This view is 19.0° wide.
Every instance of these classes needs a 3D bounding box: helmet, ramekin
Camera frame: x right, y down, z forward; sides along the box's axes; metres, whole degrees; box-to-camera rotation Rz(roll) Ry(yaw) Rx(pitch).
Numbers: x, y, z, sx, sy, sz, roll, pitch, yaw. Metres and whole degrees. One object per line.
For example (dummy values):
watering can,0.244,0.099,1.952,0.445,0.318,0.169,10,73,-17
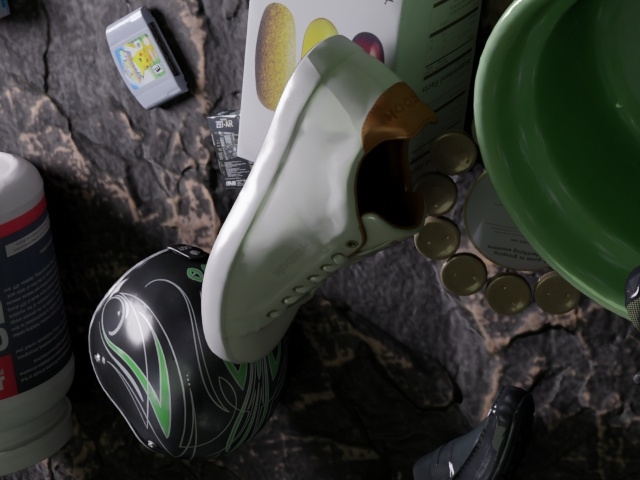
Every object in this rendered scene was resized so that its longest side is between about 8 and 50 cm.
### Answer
helmet,-0.107,0.104,1.664,0.161,0.169,0.169,51,131,27
ramekin,0.270,-0.092,1.288,0.303,0.148,0.303,19,133,22

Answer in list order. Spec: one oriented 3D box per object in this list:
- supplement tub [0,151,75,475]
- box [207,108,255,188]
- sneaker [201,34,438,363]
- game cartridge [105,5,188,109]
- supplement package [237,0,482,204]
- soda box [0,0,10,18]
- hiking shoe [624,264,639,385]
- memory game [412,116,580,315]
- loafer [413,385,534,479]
supplement tub,-0.335,0.067,1.785,0.191,0.191,0.272,6,113,33
box,-0.053,-0.079,1.635,0.083,0.018,0.067,-3,108,36
sneaker,0.000,0.000,1.406,0.123,0.106,0.290,35,128,18
game cartridge,-0.154,-0.158,1.673,0.056,0.017,0.083,-23,96,43
supplement package,0.035,-0.172,1.459,0.139,0.134,0.244,20,121,26
soda box,-0.337,-0.282,1.717,0.063,0.058,0.183,2,111,34
hiking shoe,0.249,0.034,1.232,0.114,0.086,0.227,16,133,21
memory game,0.160,-0.023,1.469,0.186,0.012,0.186,2,117,4
loafer,0.115,0.203,1.608,0.078,0.076,0.223,30,129,11
